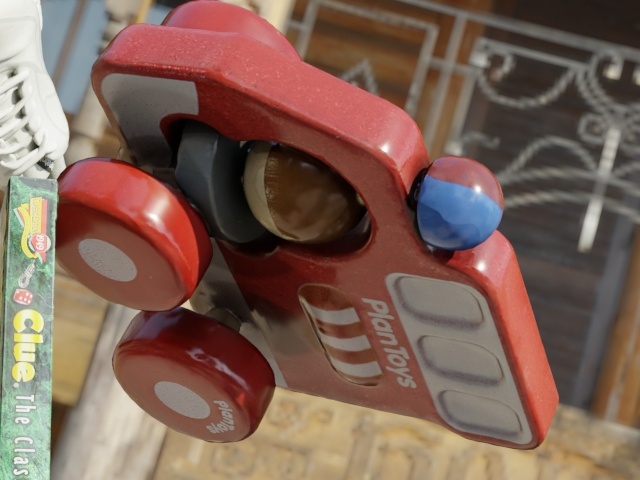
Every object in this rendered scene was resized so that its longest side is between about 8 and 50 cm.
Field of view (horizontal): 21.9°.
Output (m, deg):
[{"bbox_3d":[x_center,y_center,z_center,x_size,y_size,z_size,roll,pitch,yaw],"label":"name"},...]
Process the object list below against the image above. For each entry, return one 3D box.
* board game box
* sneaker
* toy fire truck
[{"bbox_3d":[-0.157,0.112,0.837,0.030,0.259,0.136,4,-25,-14],"label":"board game box"},{"bbox_3d":[-0.232,-0.106,1.205,0.110,0.118,0.292,-26,-11,-7],"label":"sneaker"},{"bbox_3d":[0.000,0.000,0.961,0.254,0.169,0.302,9,-39,27],"label":"toy fire truck"}]
